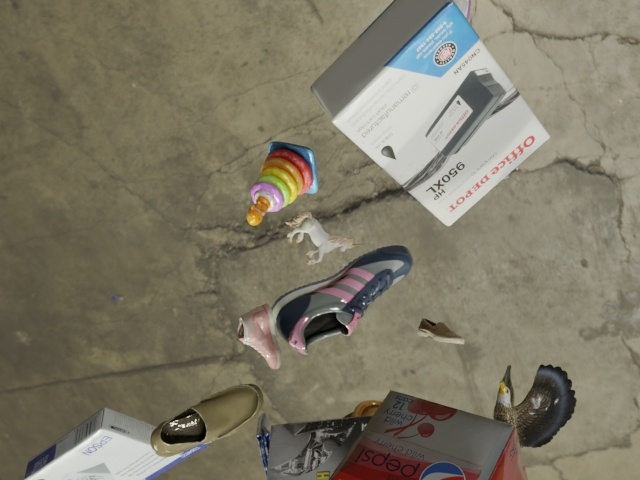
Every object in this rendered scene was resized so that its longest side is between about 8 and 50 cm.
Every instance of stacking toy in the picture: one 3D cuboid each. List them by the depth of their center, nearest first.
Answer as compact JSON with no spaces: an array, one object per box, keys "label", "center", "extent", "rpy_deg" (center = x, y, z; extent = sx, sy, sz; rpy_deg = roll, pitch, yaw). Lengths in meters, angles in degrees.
[{"label":"stacking toy","center":[-0.139,-0.145,1.688],"extent":[0.165,0.302,0.175],"rpy_deg":[13,136,21]}]

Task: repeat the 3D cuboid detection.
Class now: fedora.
[{"label":"fedora","center":[0.121,0.441,1.363],"extent":[0.194,0.194,0.079],"rpy_deg":[4,112,12]}]

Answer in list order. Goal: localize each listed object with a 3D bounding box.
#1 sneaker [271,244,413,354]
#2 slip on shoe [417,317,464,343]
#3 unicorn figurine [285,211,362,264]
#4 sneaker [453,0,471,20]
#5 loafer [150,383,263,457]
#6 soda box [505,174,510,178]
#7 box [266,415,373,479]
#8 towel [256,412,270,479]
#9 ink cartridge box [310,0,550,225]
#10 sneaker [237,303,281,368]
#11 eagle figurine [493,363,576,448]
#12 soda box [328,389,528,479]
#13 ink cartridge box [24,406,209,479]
[{"label":"sneaker","center":[0.066,0.124,1.141],"extent":[0.318,0.131,0.112],"rpy_deg":[-28,135,-9]},{"label":"slip on shoe","center":[0.269,0.203,1.278],"extent":[0.051,0.135,0.041],"rpy_deg":[12,86,-25]},{"label":"unicorn figurine","center":[0.000,0.000,1.298],"extent":[0.111,0.060,0.162],"rpy_deg":[-40,104,22]},{"label":"sneaker","center":[0.299,-0.565,1.507],"extent":[0.152,0.114,0.305],"rpy_deg":[10,121,-6]},{"label":"loafer","center":[-0.136,0.223,0.703],"extent":[0.056,0.148,0.050],"rpy_deg":[61,160,11]},{"label":"soda box","center":[0.491,-0.229,1.646],"extent":[0.062,0.183,0.058],"rpy_deg":[-16,114,11]},{"label":"box","center":[0.006,0.403,0.906],"extent":[0.182,0.231,0.056],"rpy_deg":[-8,136,10]},{"label":"towel","center":[-0.079,0.557,1.234],"extent":[0.040,0.243,0.336],"rpy_deg":[-14,83,-7]},{"label":"ink cartridge box","center":[0.224,-0.253,1.130],"extent":[0.285,0.166,0.394],"rpy_deg":[-43,128,16]},{"label":"sneaker","center":[-0.115,0.184,1.044],"extent":[0.070,0.051,0.135],"rpy_deg":[-18,116,-22]},{"label":"eagle figurine","center":[0.512,0.459,1.518],"extent":[0.226,0.298,0.225],"rpy_deg":[41,136,34]},{"label":"soda box","center":[0.096,0.230,0.383],"extent":[0.092,0.083,0.263],"rpy_deg":[4,126,41]},{"label":"ink cartridge box","center":[-0.349,0.387,0.991],"extent":[0.223,0.045,0.224],"rpy_deg":[-36,130,23]}]
